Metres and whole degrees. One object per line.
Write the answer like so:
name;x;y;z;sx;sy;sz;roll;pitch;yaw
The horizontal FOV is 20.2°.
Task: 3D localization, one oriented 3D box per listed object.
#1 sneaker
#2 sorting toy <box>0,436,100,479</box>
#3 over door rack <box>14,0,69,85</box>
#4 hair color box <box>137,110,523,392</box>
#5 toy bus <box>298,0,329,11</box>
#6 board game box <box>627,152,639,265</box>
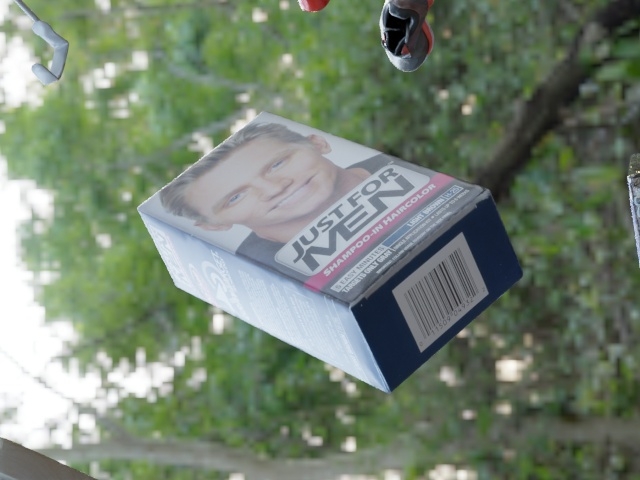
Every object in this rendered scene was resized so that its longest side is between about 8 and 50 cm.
sneaker;0.080;-0.215;1.871;0.065;0.061;0.158;-62;-15;-24
sorting toy;-0.178;0.243;1.342;0.257;0.255;0.089;-18;47;63
over door rack;-0.438;-0.289;1.917;0.324;0.239;0.108;56;-141;-24
hair color box;0.000;0.000;1.642;0.174;0.347;0.105;-39;-56;-22
toy bus;-0.024;-0.256;1.352;0.220;0.149;0.211;-71;-29;-49
board game box;0.439;-0.022;1.657;0.232;0.291;0.141;-39;-60;-78
